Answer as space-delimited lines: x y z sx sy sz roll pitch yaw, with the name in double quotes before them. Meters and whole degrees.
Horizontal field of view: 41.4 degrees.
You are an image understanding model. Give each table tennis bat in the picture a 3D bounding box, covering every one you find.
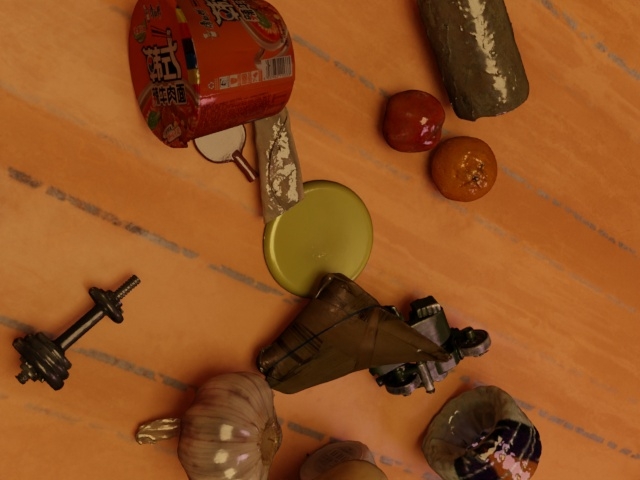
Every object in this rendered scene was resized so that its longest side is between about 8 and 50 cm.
"table tennis bat" -0.164 -0.167 1.514 0.098 0.019 0.154 -44 113 -14

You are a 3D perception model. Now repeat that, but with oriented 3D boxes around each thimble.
"thimble" 0.331 0.428 1.768 0.237 0.237 0.150 -47 111 -12

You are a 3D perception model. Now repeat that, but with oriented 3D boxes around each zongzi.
"zongzi" 0.053 0.227 1.547 0.260 0.289 0.123 -48 148 -6

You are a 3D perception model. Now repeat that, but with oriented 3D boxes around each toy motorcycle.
"toy motorcycle" 0.195 0.199 1.711 0.275 0.127 0.205 -27 109 -13

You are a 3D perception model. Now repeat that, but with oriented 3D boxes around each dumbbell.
"dumbbell" -0.400 0.147 1.412 0.254 0.110 0.110 -42 115 -20

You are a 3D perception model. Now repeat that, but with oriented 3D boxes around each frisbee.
"frisbee" 0.000 0.000 1.628 0.236 0.017 0.235 -6 103 -26

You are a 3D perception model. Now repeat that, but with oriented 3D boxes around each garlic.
"garlic" -0.207 0.355 1.518 0.253 0.245 0.244 1 101 10

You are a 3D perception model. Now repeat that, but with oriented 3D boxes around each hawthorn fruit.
"hawthorn fruit" 0.178 -0.226 1.620 0.128 0.128 0.128 -5 102 -26

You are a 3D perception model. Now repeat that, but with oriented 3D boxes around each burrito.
"burrito" -0.078 -0.147 1.528 0.087 0.060 0.225 -11 100 -14

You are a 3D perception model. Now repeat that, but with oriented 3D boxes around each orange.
"orange" 0.291 -0.142 1.691 0.136 0.118 0.135 -10 108 -30

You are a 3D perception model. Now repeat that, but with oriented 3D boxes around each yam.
"yam" 0.295 -0.377 1.626 0.161 0.161 0.268 -30 111 -19

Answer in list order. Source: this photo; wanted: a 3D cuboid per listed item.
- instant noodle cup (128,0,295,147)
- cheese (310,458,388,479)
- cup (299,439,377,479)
"instant noodle cup" -0.172 -0.284 1.372 0.192 0.250 0.250 -14 106 -32
"cheese" 0.026 0.559 1.554 0.384 0.104 0.383 5 110 15
"cup" 0.036 0.528 1.664 0.221 0.167 0.201 -26 107 -23
